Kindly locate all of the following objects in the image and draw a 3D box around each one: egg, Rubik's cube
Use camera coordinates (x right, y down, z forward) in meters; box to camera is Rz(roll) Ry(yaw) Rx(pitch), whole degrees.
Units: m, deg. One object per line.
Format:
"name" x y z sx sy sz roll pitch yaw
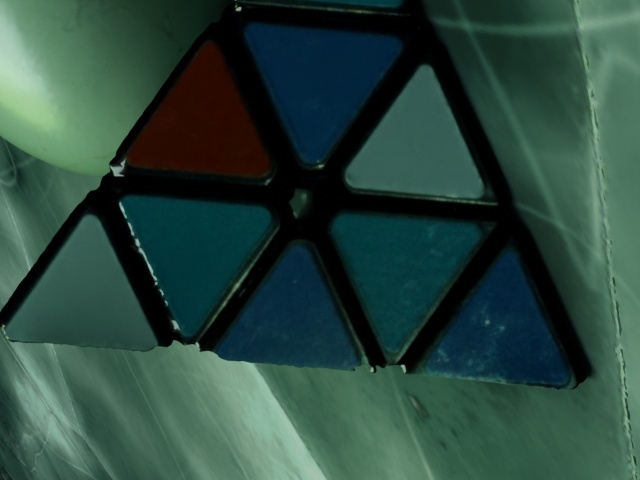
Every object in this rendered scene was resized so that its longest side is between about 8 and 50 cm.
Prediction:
"egg" -0.144 -0.152 1.001 0.264 0.183 0.183 61 161 17
"Rubik's cube" -0.016 -0.072 0.974 0.234 0.284 0.250 -109 20 -80
